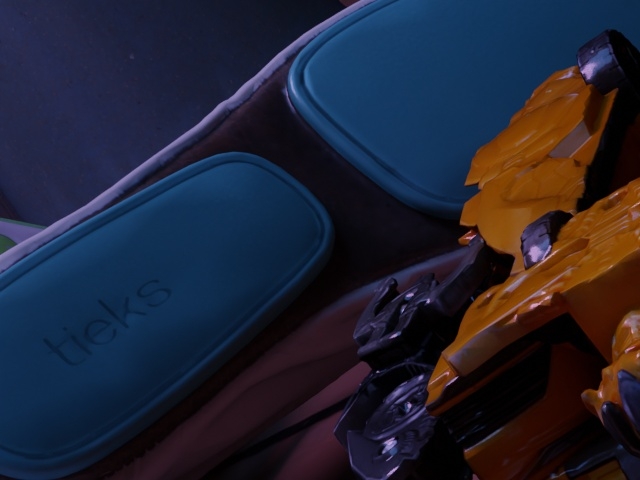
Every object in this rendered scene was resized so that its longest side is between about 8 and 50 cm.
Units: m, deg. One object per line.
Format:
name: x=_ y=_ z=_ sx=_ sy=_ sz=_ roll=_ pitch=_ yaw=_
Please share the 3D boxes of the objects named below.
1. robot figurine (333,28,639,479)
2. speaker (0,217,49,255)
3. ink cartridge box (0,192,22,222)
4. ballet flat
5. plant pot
robot figurine: x=0.114 y=-0.012 z=0.440 sx=0.211 sy=0.085 sz=0.291 roll=-33 pitch=12 yaw=27
speaker: x=-0.168 y=0.047 z=0.644 sx=0.131 sy=0.131 sz=0.296 roll=-34 pitch=-24 yaw=25
ink cartridge box: x=-0.276 y=0.015 z=1.291 sx=0.232 sy=0.189 sz=0.066 roll=-41 pitch=40 yaw=-17
ballet flat: x=0.000 y=0.000 z=0.631 sx=0.400 sy=0.139 sz=0.139 roll=-34 pitch=7 yaw=-29
plant pot: x=-0.144 y=-0.144 z=1.131 sx=0.341 sy=0.334 sz=0.341 roll=-37 pitch=12 yaw=10
